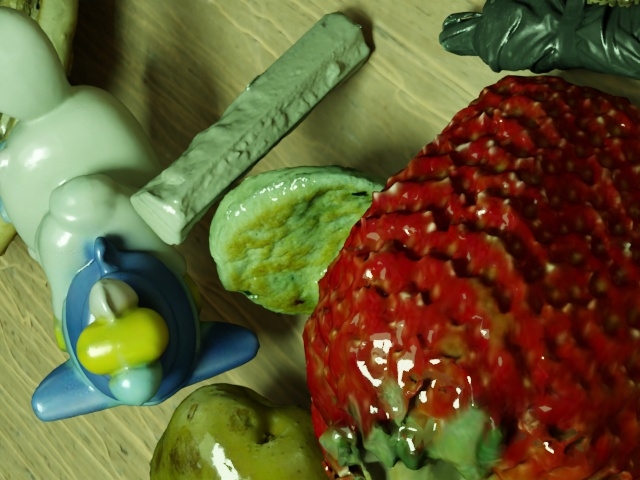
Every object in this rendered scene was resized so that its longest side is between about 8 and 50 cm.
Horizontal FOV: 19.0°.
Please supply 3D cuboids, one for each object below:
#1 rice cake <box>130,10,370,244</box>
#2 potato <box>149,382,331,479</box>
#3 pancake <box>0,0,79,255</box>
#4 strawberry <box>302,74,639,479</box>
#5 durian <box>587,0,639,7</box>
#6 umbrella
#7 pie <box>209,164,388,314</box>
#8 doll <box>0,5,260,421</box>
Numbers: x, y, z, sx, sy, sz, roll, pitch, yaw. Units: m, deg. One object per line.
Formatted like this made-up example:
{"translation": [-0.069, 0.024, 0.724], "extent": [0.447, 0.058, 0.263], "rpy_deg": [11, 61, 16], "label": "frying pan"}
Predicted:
{"translation": [-0.054, -0.098, 1.583], "extent": [0.057, 0.256, 0.052], "rpy_deg": [38, 154, 14], "label": "rice cake"}
{"translation": [-0.034, 0.297, 1.634], "extent": [0.195, 0.176, 0.369], "rpy_deg": [-16, 87, 10], "label": "potato"}
{"translation": [-0.318, -0.147, 1.931], "extent": [0.387, 0.082, 0.387], "rpy_deg": [-45, 38, 52], "label": "pancake"}
{"translation": [0.120, 0.041, 1.379], "extent": [0.312, 0.267, 0.351], "rpy_deg": [-19, 52, 53], "label": "strawberry"}
{"translation": [0.193, -0.261, 1.319], "extent": [0.167, 0.196, 0.196], "rpy_deg": [-11, 82, 33], "label": "durian"}
{"translation": [0.177, -0.151, 1.436], "extent": [0.235, 0.059, 0.066], "rpy_deg": [5, 78, 47], "label": "umbrella"}
{"translation": [0.000, 0.000, 1.565], "extent": [0.187, 0.187, 0.041], "rpy_deg": [-46, 35, 40], "label": "pie"}
{"translation": [-0.194, 0.020, 1.658], "extent": [0.187, 0.376, 0.365], "rpy_deg": [-31, 62, 17], "label": "doll"}
